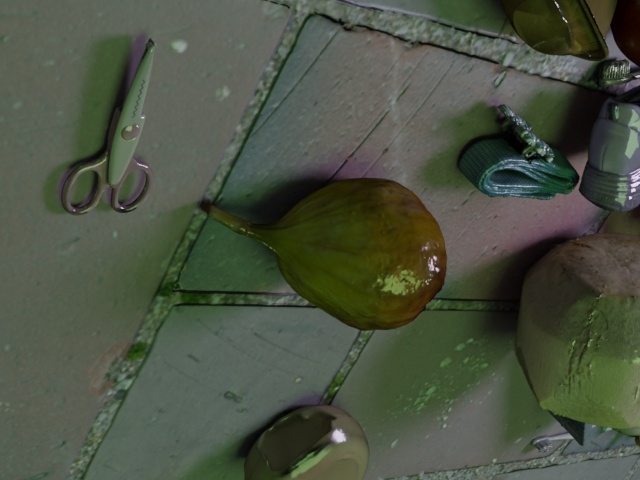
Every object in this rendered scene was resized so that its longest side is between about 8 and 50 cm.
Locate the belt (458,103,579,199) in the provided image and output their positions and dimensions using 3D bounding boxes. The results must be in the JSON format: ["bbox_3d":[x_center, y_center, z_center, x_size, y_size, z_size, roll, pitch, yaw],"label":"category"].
[{"bbox_3d":[0.242,-0.094,1.279,0.179,0.065,0.100,4,132,-46],"label":"belt"}]

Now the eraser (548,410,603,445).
[{"bbox_3d":[0.391,0.216,1.684,0.046,0.092,0.212,-28,141,-17],"label":"eraser"}]

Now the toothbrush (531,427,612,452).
[{"bbox_3d":[0.451,0.331,1.911,0.257,0.024,0.018,-5,128,-41],"label":"toothbrush"}]

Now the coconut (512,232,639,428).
[{"bbox_3d":[0.374,0.129,1.468,0.245,0.245,0.247,-19,129,-28],"label":"coconut"}]

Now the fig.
[{"bbox_3d":[0.000,0.000,1.108,0.257,0.159,0.159,15,117,-25],"label":"fig"}]

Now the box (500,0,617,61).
[{"bbox_3d":[0.227,-0.240,1.088,0.111,0.111,0.177,-45,143,3],"label":"box"}]

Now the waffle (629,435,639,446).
[{"bbox_3d":[0.665,0.253,1.986,0.260,0.069,0.293,-12,132,-37],"label":"waffle"}]

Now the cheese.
[{"bbox_3d":[-0.005,0.318,1.438,0.163,0.082,0.286,-31,142,-14],"label":"cheese"}]

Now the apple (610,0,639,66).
[{"bbox_3d":[0.382,-0.251,1.185,0.158,0.147,0.156,71,38,-61],"label":"apple"}]

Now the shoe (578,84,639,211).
[{"bbox_3d":[0.402,-0.141,1.335,0.245,0.095,0.137,-31,137,-35],"label":"shoe"}]

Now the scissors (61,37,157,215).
[{"bbox_3d":[-0.165,-0.092,0.942,0.085,0.022,0.176,-3,131,-36],"label":"scissors"}]

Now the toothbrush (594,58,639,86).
[{"bbox_3d":[0.441,-0.219,1.361,0.294,0.026,0.028,-13,119,-33],"label":"toothbrush"}]

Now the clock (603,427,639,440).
[{"bbox_3d":[0.482,0.214,1.723,0.103,0.144,0.231,-16,135,-33],"label":"clock"}]
